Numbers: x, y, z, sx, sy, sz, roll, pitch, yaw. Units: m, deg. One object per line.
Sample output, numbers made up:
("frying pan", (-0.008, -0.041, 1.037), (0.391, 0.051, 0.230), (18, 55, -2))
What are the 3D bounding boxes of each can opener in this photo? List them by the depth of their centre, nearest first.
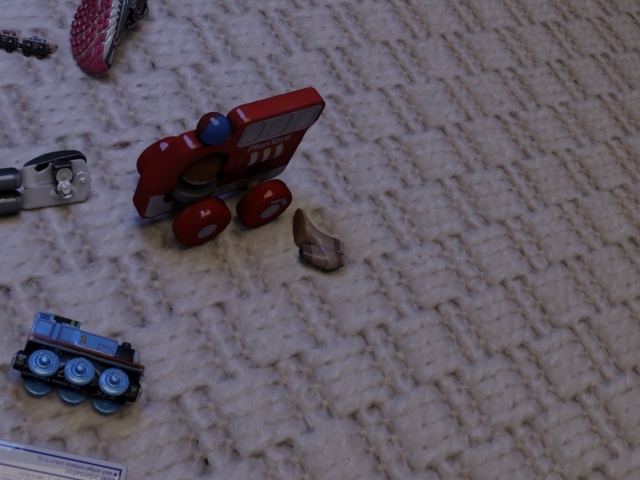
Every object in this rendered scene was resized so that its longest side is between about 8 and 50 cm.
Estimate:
("can opener", (-0.496, -0.082, 1.322), (0.280, 0.074, 0.093), (-14, 30, -33))

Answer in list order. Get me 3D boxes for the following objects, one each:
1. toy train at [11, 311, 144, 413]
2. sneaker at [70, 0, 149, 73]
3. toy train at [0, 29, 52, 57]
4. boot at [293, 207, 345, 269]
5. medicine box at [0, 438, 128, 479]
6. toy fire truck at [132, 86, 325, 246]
("toy train", (-0.339, 0.174, 1.203), (0.184, 0.080, 0.105), (18, 46, -13))
("sneaker", (-0.379, -0.436, 1.585), (0.112, 0.121, 0.299), (34, 51, -41))
("toy train", (-0.557, -0.356, 1.500), (0.158, 0.027, 0.036), (10, 44, -18))
("boot", (0.000, 0.000, 1.507), (0.087, 0.042, 0.118), (10, 55, -26))
("medicine box", (-0.393, 0.390, 0.980), (0.263, 0.149, 0.289), (17, 53, -14))
("toy fire truck", (-0.155, -0.139, 1.387), (0.302, 0.254, 0.169), (-20, 67, -34))
